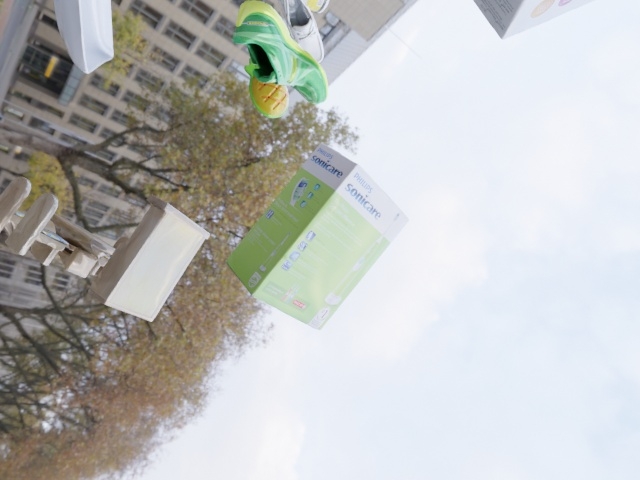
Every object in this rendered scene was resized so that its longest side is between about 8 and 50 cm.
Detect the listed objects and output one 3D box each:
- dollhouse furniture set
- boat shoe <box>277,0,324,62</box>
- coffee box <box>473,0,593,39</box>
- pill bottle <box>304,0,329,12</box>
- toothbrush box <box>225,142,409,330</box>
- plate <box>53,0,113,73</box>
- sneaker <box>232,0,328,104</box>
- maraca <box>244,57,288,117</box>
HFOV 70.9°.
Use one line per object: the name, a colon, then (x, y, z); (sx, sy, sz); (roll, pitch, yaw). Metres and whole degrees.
dollhouse furniture set: (-0.524, -0.012, 1.133); (0.394, 0.362, 0.256); (24, -103, 30)
boat shoe: (-0.062, -0.704, 1.481); (0.098, 0.277, 0.096); (-30, -144, 2)
coffee box: (0.444, -0.662, 0.825); (0.338, 0.334, 0.338); (-25, -105, -8)
pill bottle: (-0.075, -1.002, 1.799); (0.119, 0.208, 0.119); (-1, -91, 54)
toothbrush box: (0.000, 0.000, 0.842); (0.283, 0.206, 0.122); (-51, -135, 3)
plate: (-0.374, -0.422, 0.701); (0.277, 0.045, 0.278); (-118, -148, -60)
sneaker: (-0.093, -0.396, 1.015); (0.109, 0.295, 0.123); (24, -96, 41)
maraca: (-0.159, -0.457, 1.342); (0.099, 0.127, 0.185); (-9, -79, 53)
